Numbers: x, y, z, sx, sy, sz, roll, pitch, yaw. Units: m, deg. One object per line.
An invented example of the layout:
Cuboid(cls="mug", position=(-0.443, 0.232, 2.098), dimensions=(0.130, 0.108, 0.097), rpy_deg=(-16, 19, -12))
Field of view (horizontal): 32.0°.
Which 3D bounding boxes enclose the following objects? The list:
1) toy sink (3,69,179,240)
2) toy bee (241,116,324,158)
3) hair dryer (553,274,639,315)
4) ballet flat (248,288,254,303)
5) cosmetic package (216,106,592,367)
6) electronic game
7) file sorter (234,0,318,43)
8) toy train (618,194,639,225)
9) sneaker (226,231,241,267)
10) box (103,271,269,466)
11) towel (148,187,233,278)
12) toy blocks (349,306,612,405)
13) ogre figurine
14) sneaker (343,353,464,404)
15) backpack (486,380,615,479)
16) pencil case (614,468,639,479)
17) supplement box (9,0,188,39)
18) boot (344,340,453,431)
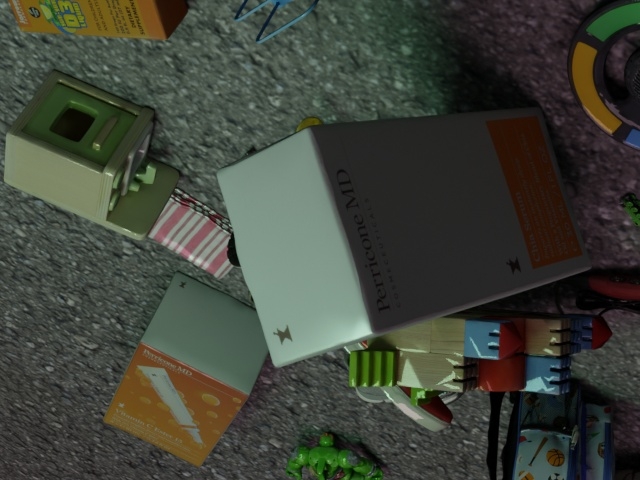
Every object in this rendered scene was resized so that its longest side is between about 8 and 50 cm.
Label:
Cuboid(cls="toy sink", position=(-0.335, -0.130, 1.687), dimensions=(0.234, 0.153, 0.131), rpy_deg=(24, 142, 0))
Cuboid(cls="toy bee", position=(-0.005, -0.064, 1.579), dimensions=(0.195, 0.162, 0.298), rpy_deg=(46, 132, -14))
Cuboid(cls="hair dryer", position=(0.467, 0.080, 1.581), dimensions=(0.224, 0.080, 0.293), rpy_deg=(22, 143, 0))
Cuboid(cls="ballet flat", position=(-0.020, 0.099, 1.864), dimensions=(0.213, 0.068, 0.072), rpy_deg=(8, 140, 18))
Cuboid(cls="cosmetic package", position=(0.117, -0.020, 1.320), dimensions=(0.161, 0.453, 0.230), rpy_deg=(-22, 84, 42))
Cuboid(cls="electronic game", position=(0.401, -0.190, 1.307), dimensions=(0.229, 0.048, 0.229), rpy_deg=(21, 141, 18))
Cuboid(cls="file sorter", position=(-0.083, -0.341, 1.350), dimensions=(0.118, 0.104, 0.170), rpy_deg=(-22, 124, 43))
Cuboid(cls="toy train", position=(0.436, -0.032, 1.522), dimensions=(0.083, 0.017, 0.024), rpy_deg=(44, 147, -25))
Cuboid(cls="sneaker", position=(0.000, 0.000, 1.737), dimensions=(0.283, 0.107, 0.124), rpy_deg=(-11, 151, 36))
Cuboid(cls="box", position=(-0.244, 0.247, 2.070), dimensions=(0.215, 0.168, 0.345), rpy_deg=(27, 142, -4))
Cuboid(cls="towel", position=(-0.219, -0.013, 1.865), dimensions=(0.197, 0.029, 0.144), rpy_deg=(32, 142, -11))
Cuboid(cls="toy blocks", position=(0.246, 0.151, 1.569), dimensions=(0.261, 0.190, 0.381), rpy_deg=(2, 180, 31))
Cuboid(cls="ogre figurine", position=(0.019, 0.448, 2.235), dimensions=(0.197, 0.097, 0.118), rpy_deg=(19, 155, 24))
Cuboid(cls="sneaker", position=(0.135, 0.220, 1.918), dimensions=(0.229, 0.086, 0.132), rpy_deg=(-8, 130, 35))
Cuboid(cls="backpack", position=(0.378, 0.389, 1.846), dimensions=(0.213, 0.263, 0.276), rpy_deg=(7, 138, 19))
Cuboid(cls="pencil case", position=(0.591, 0.474, 1.925), dimensions=(0.410, 0.160, 0.183), rpy_deg=(-14, 139, 38))
Cuboid(cls="supplement box", position=(-0.303, -0.324, 1.503), dimensions=(0.233, 0.080, 0.078), rpy_deg=(8, 137, 22))
Cuboid(cls="boot", position=(0.158, 0.167, 1.758), dimensions=(0.176, 0.088, 0.244), rpy_deg=(-44, 84, 8))
